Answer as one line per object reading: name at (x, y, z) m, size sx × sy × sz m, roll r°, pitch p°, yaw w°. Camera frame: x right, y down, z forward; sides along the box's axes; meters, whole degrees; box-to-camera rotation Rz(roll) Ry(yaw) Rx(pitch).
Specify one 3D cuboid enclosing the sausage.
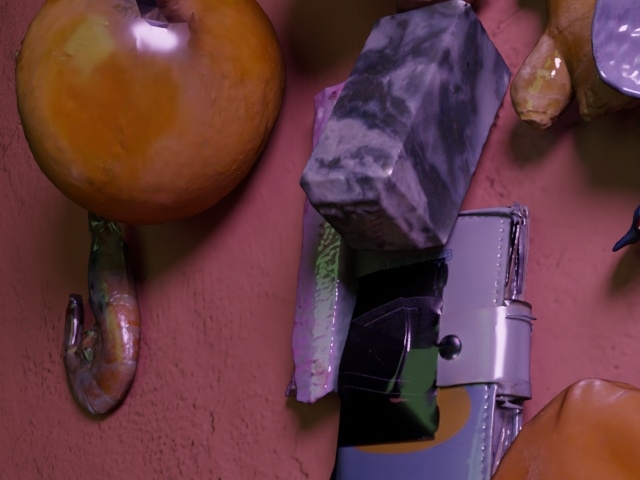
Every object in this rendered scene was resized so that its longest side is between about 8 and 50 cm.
sausage at (0.139, 0.196, 0.484) m, size 0.241 × 0.120 × 0.136 m, roll -62°, pitch 30°, yaw 7°

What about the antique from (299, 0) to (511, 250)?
antique at (0.065, -0.081, 0.650) m, size 0.088 × 0.086 × 0.183 m, roll 0°, pitch 55°, yaw 43°

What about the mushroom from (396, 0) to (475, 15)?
mushroom at (0.022, -0.284, 0.724) m, size 0.162 × 0.173 × 0.236 m, roll 157°, pitch 99°, yaw -72°

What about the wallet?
wallet at (0.075, 0.083, 0.629) m, size 0.170 × 0.069 × 0.231 m, roll -10°, pitch 66°, yaw 47°

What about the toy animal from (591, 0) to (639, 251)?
toy animal at (0.244, -0.100, 0.479) m, size 0.239 × 0.176 × 0.255 m, roll 38°, pitch 96°, yaw 6°

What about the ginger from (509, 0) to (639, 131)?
ginger at (0.200, -0.221, 0.632) m, size 0.118 × 0.065 × 0.299 m, roll -6°, pitch 67°, yaw 34°

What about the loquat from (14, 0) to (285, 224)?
loquat at (-0.163, -0.145, 0.837) m, size 0.263 × 0.263 × 0.263 m, roll -18°, pitch 62°, yaw 38°

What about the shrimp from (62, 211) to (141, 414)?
shrimp at (-0.252, 0.068, 0.961) m, size 0.143 × 0.052 × 0.251 m, roll -24°, pitch 59°, yaw 39°

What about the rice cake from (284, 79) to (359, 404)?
rice cake at (0.002, -0.002, 0.744) m, size 0.081 × 0.051 × 0.290 m, roll -14°, pitch 64°, yaw 49°
